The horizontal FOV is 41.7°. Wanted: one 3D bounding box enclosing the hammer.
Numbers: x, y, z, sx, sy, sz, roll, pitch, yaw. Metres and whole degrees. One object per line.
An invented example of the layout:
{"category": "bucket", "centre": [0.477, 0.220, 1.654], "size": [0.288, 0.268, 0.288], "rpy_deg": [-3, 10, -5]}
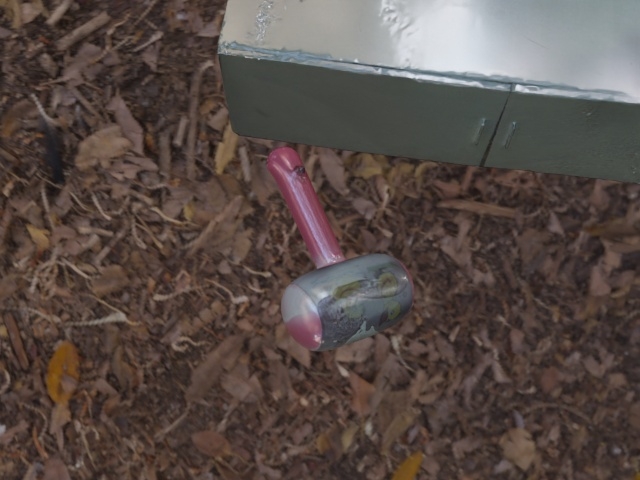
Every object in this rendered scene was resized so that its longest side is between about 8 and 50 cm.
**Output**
{"category": "hammer", "centre": [0.000, 0.000, 0.327], "size": [0.052, 0.031, 0.083], "rpy_deg": [-17, 75, -30]}

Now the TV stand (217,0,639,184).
{"category": "TV stand", "centre": [0.092, -0.090, 0.423], "size": [0.269, 0.083, 0.088], "rpy_deg": [8, 67, 4]}
